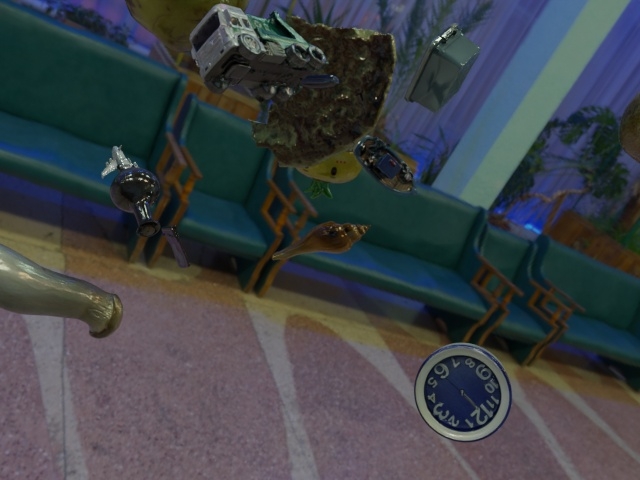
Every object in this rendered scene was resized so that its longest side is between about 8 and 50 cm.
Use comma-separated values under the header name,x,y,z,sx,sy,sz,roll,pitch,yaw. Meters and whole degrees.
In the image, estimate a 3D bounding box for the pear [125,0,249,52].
name,x,y,z,sx,sy,sz,roll,pitch,yaw
pear,-0.291,-0.553,1.340,0.283,0.284,0.284,27,19,-10

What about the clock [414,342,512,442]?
name,x,y,z,sx,sy,sz,roll,pitch,yaw
clock,0.346,0.367,1.498,0.230,0.231,0.083,35,6,13

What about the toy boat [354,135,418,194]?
name,x,y,z,sx,sy,sz,roll,pitch,yaw
toy boat,0.191,-0.203,1.715,0.223,0.100,0.097,40,-5,-17

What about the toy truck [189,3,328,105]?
name,x,y,z,sx,sy,sz,roll,pitch,yaw
toy truck,-0.096,-0.289,0.937,0.215,0.110,0.116,-8,68,-50

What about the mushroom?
name,x,y,z,sx,sy,sz,roll,pitch,yaw
mushroom,-0.569,0.105,1.270,0.328,0.122,0.159,28,-6,-33

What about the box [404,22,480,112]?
name,x,y,z,sx,sy,sz,roll,pitch,yaw
box,0.343,-0.484,1.747,0.130,0.227,0.162,37,55,11

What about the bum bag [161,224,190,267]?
name,x,y,z,sx,sy,sz,roll,pitch,yaw
bum bag,-0.505,0.024,2.148,0.026,0.160,0.109,-25,10,-32

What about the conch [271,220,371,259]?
name,x,y,z,sx,sy,sz,roll,pitch,yaw
conch,0.000,-0.001,1.939,0.093,0.330,0.110,71,5,-79

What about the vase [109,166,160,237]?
name,x,y,z,sx,sy,sz,roll,pitch,yaw
vase,-0.437,-0.089,1.483,0.120,0.120,0.183,11,43,-45

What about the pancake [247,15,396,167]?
name,x,y,z,sx,sy,sz,roll,pitch,yaw
pancake,0.002,-0.353,1.527,0.304,0.427,0.067,25,32,-1

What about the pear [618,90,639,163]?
name,x,y,z,sx,sy,sz,roll,pitch,yaw
pear,0.873,-0.297,1.572,0.188,0.211,0.229,15,65,-11

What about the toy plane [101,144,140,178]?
name,x,y,z,sx,sy,sz,roll,pitch,yaw
toy plane,-0.645,-0.242,2.011,0.162,0.065,0.171,-7,68,-45

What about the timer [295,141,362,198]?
name,x,y,z,sx,sy,sz,roll,pitch,yaw
timer,0.018,-0.263,2.061,0.285,0.285,0.285,27,19,-10

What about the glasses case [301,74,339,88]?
name,x,y,z,sx,sy,sz,roll,pitch,yaw
glasses case,-0.003,-0.298,1.162,0.083,0.023,0.033,11,2,36
